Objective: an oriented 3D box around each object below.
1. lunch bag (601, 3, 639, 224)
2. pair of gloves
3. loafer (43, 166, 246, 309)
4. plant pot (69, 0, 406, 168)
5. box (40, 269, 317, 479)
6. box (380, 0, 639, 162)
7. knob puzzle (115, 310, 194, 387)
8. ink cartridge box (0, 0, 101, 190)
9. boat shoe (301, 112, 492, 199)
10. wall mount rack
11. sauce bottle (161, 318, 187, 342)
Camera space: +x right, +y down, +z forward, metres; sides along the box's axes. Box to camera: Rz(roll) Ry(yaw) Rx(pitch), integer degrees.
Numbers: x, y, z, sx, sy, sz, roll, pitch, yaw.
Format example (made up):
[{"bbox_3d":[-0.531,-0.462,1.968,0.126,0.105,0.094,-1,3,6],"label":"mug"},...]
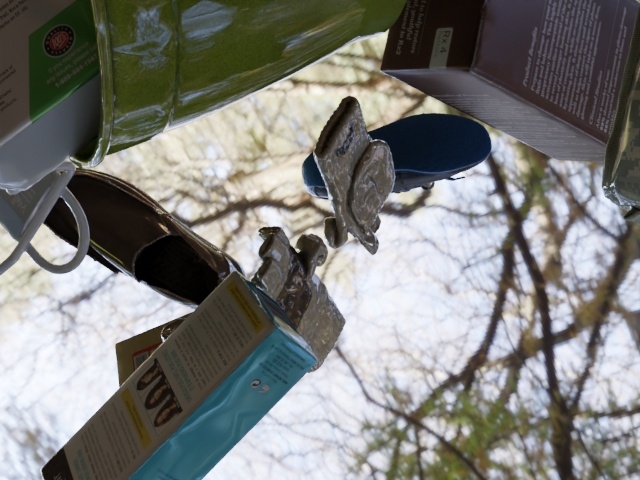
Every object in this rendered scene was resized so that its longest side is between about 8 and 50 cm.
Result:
[{"bbox_3d":[0.369,-0.127,0.816,0.235,0.169,0.287,23,-89,60],"label":"lunch bag"},{"bbox_3d":[0.000,0.000,1.016,0.042,0.204,0.240,20,-103,27],"label":"pair of gloves"},{"bbox_3d":[-0.278,-0.004,1.594,0.134,0.366,0.130,-63,-177,1],"label":"loafer"},{"bbox_3d":[-0.111,-0.290,1.026,0.353,0.366,0.366,-17,-152,-24],"label":"plant pot"},{"bbox_3d":[-0.120,0.147,0.855,0.244,0.060,0.100,-46,-144,3],"label":"box"},{"bbox_3d":[0.254,-0.227,1.220,0.143,0.381,0.191,8,-97,44],"label":"box"},{"bbox_3d":[-0.166,0.192,1.261,0.213,0.030,0.213,-10,-110,28],"label":"knob puzzle"},{"bbox_3d":[-0.303,-0.226,0.983,0.211,0.289,0.121,-33,168,14],"label":"ink cartridge box"},{"bbox_3d":[0.100,-0.114,1.408,0.258,0.089,0.109,-6,-109,-3],"label":"boat shoe"},{"bbox_3d":[-0.460,-0.056,1.277,0.304,0.350,0.130,-50,164,26],"label":"wall mount rack"},{"bbox_3d":[-0.135,0.147,1.133,0.042,0.128,0.042,-15,-153,8],"label":"sauce bottle"}]
